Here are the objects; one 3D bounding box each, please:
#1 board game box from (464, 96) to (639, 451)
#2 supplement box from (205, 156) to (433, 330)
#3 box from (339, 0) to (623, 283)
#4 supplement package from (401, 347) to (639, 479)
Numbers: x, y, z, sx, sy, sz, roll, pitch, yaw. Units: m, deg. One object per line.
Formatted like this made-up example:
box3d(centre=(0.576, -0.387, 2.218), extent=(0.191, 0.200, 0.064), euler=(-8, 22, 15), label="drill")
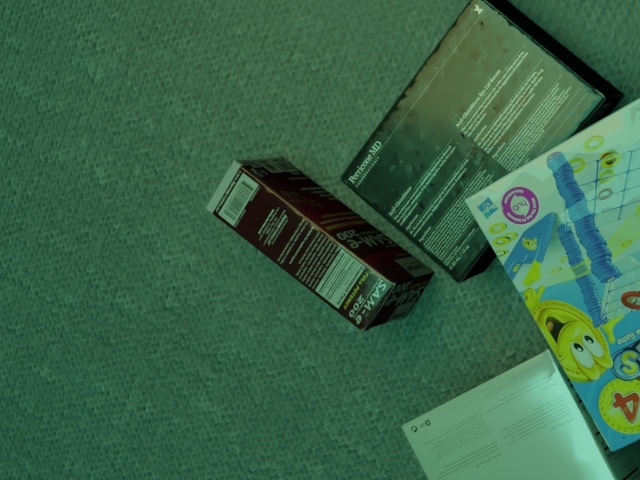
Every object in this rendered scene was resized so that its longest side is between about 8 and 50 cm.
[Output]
box3d(centre=(0.354, 0.009, 1.600), extent=(0.308, 0.086, 0.302), euler=(-31, 89, 23), label="board game box")
box3d(centre=(0.000, 0.000, 1.826), extent=(0.239, 0.130, 0.073), euler=(38, 108, 16), label="supplement box")
box3d(centre=(0.175, -0.113, 1.752), extent=(0.184, 0.103, 0.261), euler=(41, 110, 12), label="box")
box3d(centre=(0.236, 0.237, 1.728), extent=(0.194, 0.149, 0.203), euler=(-31, 82, 24), label="supplement package")
